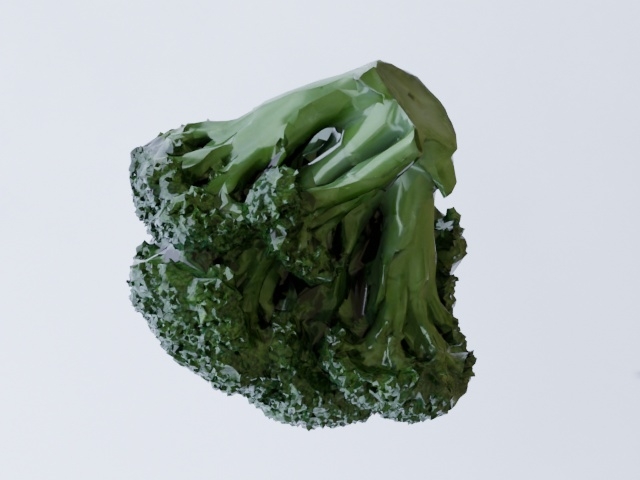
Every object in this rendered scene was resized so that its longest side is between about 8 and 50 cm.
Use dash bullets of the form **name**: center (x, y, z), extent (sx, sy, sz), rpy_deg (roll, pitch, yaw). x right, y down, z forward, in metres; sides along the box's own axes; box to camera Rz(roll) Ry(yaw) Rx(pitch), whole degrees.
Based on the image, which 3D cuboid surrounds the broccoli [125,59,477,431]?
- **broccoli**: center (0.000, 0.000, 1.066), extent (0.308, 0.275, 0.307), rpy_deg (29, -144, -24)
